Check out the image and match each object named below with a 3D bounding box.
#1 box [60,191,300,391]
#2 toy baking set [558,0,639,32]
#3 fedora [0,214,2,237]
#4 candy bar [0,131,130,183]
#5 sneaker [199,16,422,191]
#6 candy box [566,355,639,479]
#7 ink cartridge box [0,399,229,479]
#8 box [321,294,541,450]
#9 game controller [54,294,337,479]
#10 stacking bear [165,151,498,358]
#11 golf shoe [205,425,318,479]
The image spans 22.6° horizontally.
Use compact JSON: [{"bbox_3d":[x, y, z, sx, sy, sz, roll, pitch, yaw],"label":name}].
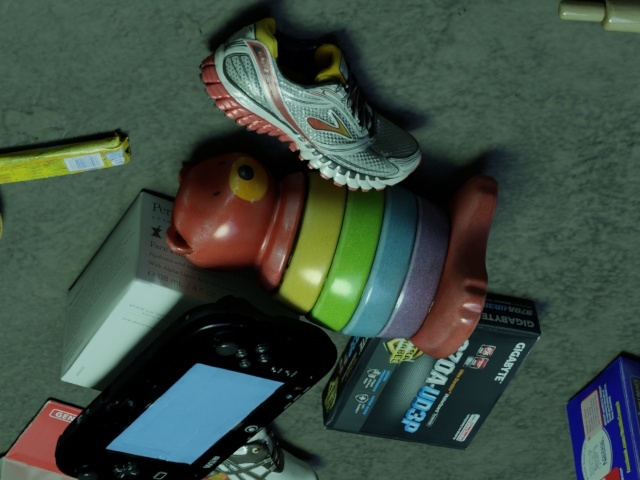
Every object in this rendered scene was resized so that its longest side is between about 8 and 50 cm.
[{"bbox_3d":[-0.141,0.072,1.601,0.181,0.119,0.182,19,134,-24],"label":"box"},{"bbox_3d":[0.318,-0.247,1.341,0.256,0.030,0.196,6,137,-11],"label":"toy baking set"},{"bbox_3d":[-0.402,-0.001,1.527,0.194,0.079,0.194,0,136,0],"label":"fedora"},{"bbox_3d":[-0.256,-0.074,1.505,0.161,0.018,0.040,-9,142,6],"label":"candy bar"},{"bbox_3d":[0.006,-0.119,1.422,0.225,0.088,0.093,26,127,-31],"label":"sneaker"},{"bbox_3d":[0.448,0.303,1.791,0.317,0.268,0.122,17,138,-22],"label":"candy box"},{"bbox_3d":[-0.250,0.320,1.915,0.296,0.066,0.261,20,134,-25],"label":"ink cartridge box"},{"bbox_3d":[0.116,0.138,1.744,0.175,0.051,0.220,10,136,-15],"label":"box"},{"bbox_3d":[-0.125,0.160,1.558,0.166,0.067,0.319,23,135,-26],"label":"game controller"},{"bbox_3d":[0.000,0.000,1.511,0.289,0.175,0.164,17,145,-9],"label":"stacking bear"},{"bbox_3d":[-0.074,0.246,1.836,0.198,0.077,0.094,22,132,-27],"label":"golf shoe"}]
